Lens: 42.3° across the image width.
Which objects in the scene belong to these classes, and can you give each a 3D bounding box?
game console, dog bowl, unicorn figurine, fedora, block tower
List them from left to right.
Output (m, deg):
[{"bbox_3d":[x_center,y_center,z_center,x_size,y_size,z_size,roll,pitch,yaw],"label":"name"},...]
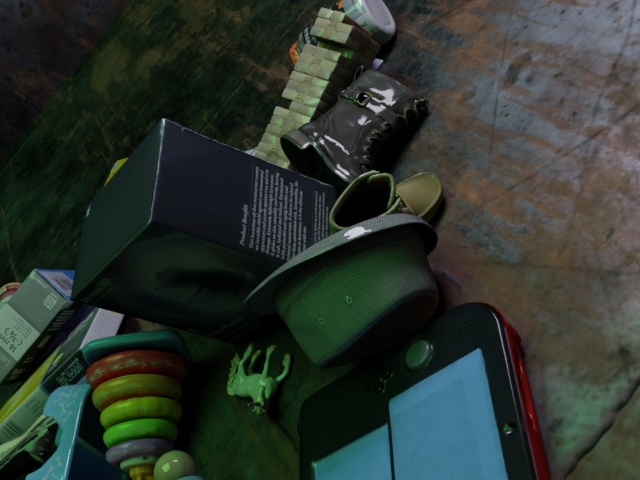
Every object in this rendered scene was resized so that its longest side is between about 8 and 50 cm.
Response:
[{"bbox_3d":[-0.383,0.361,1.357,0.074,0.166,0.297,-24,40,20],"label":"dog bowl"},{"bbox_3d":[-0.093,0.211,1.239,0.162,0.060,0.111,-26,38,60],"label":"unicorn figurine"},{"bbox_3d":[-0.014,-0.225,1.435,0.091,0.097,0.335,26,94,39],"label":"block tower"},{"bbox_3d":[0.047,0.083,1.077,0.275,0.244,0.124,-34,66,23],"label":"fedora"},{"bbox_3d":[0.097,0.278,0.927,0.342,0.060,0.386,-32,37,28],"label":"game console"}]

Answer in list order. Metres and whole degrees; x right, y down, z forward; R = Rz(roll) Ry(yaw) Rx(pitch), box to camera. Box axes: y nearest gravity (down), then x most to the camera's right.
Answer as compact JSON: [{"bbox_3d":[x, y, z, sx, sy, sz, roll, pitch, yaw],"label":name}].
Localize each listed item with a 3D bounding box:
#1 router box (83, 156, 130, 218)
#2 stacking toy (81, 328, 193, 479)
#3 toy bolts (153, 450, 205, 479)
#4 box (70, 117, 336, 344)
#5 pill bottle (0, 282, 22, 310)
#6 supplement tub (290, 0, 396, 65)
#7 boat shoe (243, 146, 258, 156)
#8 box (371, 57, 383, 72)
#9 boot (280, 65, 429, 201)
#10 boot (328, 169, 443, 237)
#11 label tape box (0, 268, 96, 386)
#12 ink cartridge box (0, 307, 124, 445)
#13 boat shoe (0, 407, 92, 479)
[{"bbox_3d":[-0.515,-0.124,2.091,0.133,0.046,0.179,-7,54,49],"label":"router box"},{"bbox_3d":[-0.282,0.304,1.309,0.166,0.175,0.302,-9,63,-2],"label":"stacking toy"},{"bbox_3d":[-0.248,0.387,1.112,0.228,0.218,0.158,-37,52,10],"label":"toy bolts"},{"bbox_3d":[-0.179,0.006,1.249,0.296,0.294,0.182,-36,43,47],"label":"box"},{"bbox_3d":[-0.764,0.174,2.073,0.086,0.086,0.152,-49,33,5],"label":"pill bottle"},{"bbox_3d":[0.040,-0.390,1.594,0.190,0.117,0.117,-31,38,30],"label":"supplement tub"},{"bbox_3d":[-0.204,-0.029,1.530,0.156,0.136,0.367,9,63,54],"label":"boat shoe"},{"bbox_3d":[0.049,-0.255,1.518,0.178,0.042,0.109,-53,32,0],"label":"box"},{"bbox_3d":[0.088,-0.163,1.319,0.229,0.091,0.263,-38,63,-19],"label":"boot"},{"bbox_3d":[0.093,-0.049,1.123,0.213,0.165,0.077,-36,72,-16],"label":"boot"},{"bbox_3d":[-0.610,0.216,1.714,0.333,0.106,0.240,-50,-7,3],"label":"label tape box"},{"bbox_3d":[-0.512,0.255,1.616,0.303,0.072,0.307,-45,17,11],"label":"ink cartridge box"},{"bbox_3d":[-0.494,0.368,1.462,0.223,0.080,0.073,-33,41,-1],"label":"boat shoe"}]
